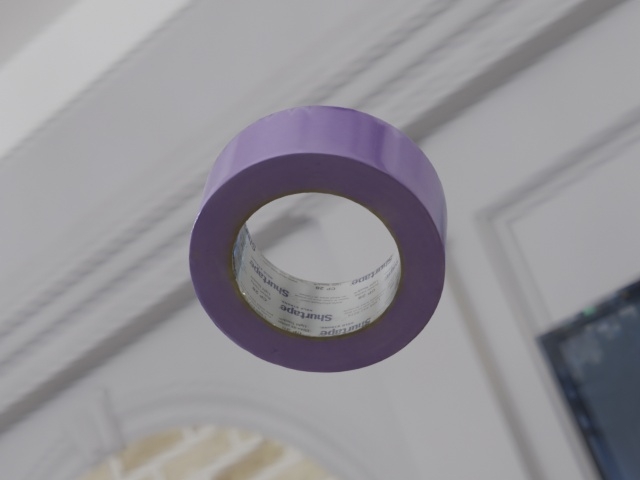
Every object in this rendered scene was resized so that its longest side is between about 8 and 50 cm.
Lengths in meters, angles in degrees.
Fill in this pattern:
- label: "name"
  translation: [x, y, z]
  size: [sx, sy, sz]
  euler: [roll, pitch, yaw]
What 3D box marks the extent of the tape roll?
- label: "tape roll"
  translation: [0.000, 0.000, 1.290]
  size: [0.189, 0.080, 0.189]
  euler: [3, -60, 5]
